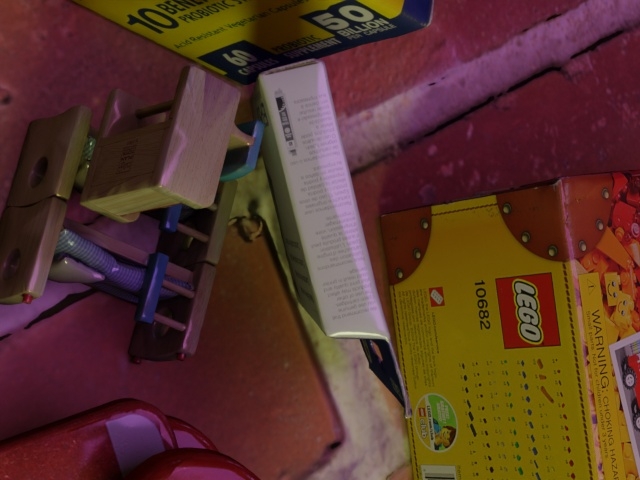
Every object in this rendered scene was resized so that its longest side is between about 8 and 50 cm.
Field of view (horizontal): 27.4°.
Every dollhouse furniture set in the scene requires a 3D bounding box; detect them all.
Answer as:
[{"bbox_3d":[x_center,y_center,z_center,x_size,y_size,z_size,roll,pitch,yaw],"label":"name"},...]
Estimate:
[{"bbox_3d":[-0.097,-0.006,0.804,0.129,0.184,0.128,25,68,-36],"label":"dollhouse furniture set"}]

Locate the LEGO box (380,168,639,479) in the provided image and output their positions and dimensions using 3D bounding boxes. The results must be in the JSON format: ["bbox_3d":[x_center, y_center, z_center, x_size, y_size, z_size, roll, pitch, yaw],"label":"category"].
[{"bbox_3d":[0.273,0.197,1.092,0.373,0.193,0.500,-6,88,-41],"label":"LEGO box"}]

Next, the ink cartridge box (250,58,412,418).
[{"bbox_3d":[0.000,0.000,0.880,0.045,0.223,0.223,-15,93,-4],"label":"ink cartridge box"}]

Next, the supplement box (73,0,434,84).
[{"bbox_3d":[-0.107,-0.265,0.826,0.357,0.194,0.195,22,69,-36],"label":"supplement box"}]

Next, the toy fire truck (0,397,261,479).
[{"bbox_3d":[-0.143,0.248,0.767,0.254,0.169,0.302,-17,97,-16],"label":"toy fire truck"}]
